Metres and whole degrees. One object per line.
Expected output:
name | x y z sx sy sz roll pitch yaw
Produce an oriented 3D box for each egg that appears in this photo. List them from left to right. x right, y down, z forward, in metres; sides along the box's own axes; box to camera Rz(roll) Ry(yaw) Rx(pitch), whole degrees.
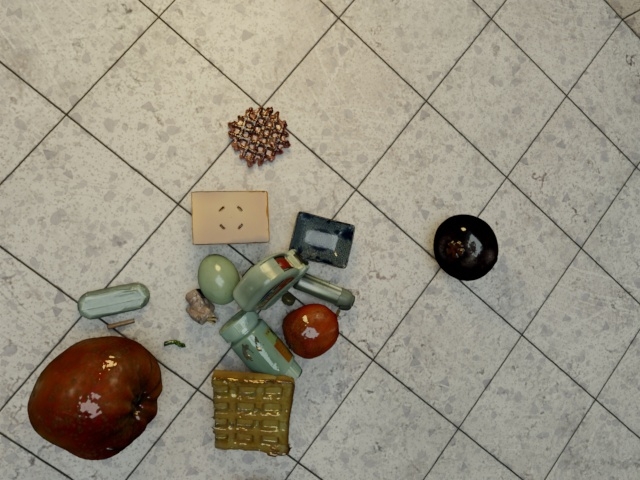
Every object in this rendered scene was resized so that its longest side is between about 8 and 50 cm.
egg | -0.375 0.143 1.743 0.149 0.149 0.192 -17 90 -13

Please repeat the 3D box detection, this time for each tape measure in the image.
tape measure | -0.189 0.142 1.720 0.243 0.246 0.125 -47 71 16

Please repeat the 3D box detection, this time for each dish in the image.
dish | 0.000 0.000 1.868 0.243 0.080 0.182 14 86 -13

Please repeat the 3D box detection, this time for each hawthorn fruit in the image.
hawthorn fruit | -0.745 0.504 1.558 0.402 0.403 0.403 0 89 -13
hawthorn fruit | -0.018 0.331 1.807 0.253 0.205 0.205 -31 96 -21

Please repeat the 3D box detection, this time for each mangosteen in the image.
mangosteen | 0.609 0.025 1.944 0.302 0.275 0.275 -8 91 -49

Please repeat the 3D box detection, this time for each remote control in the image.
remote control | -0.747 0.218 1.708 0.247 0.052 0.104 -12 94 -16

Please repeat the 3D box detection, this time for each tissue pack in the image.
tissue pack | -0.337 -0.084 1.760 0.274 0.145 0.195 -1 91 -14

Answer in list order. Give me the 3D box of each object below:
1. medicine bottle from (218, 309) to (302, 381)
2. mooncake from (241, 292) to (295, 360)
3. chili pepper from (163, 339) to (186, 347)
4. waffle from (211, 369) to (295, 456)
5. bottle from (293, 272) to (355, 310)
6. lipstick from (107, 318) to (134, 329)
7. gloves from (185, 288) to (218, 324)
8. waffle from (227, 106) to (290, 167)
medicine bottle | -0.220 0.412 1.772 0.158 0.158 0.318 -40 98 -11
mooncake | -0.176 0.298 1.723 0.150 0.057 0.346 32 37 25
chili pepper | -0.544 0.387 1.769 0.083 0.022 0.027 9 54 -12
waffle | -0.245 0.630 1.723 0.304 0.077 0.348 5 113 -3
bottle | 0.014 0.203 1.864 0.253 0.079 0.096 23 43 -12
lipstick | -0.729 0.305 1.726 0.094 0.019 0.019 -12 92 -13
gloves | -0.450 0.251 1.754 0.094 0.110 0.144 -25 66 -5
waffle | -0.234 -0.408 1.834 0.234 0.055 0.221 -29 97 -7
